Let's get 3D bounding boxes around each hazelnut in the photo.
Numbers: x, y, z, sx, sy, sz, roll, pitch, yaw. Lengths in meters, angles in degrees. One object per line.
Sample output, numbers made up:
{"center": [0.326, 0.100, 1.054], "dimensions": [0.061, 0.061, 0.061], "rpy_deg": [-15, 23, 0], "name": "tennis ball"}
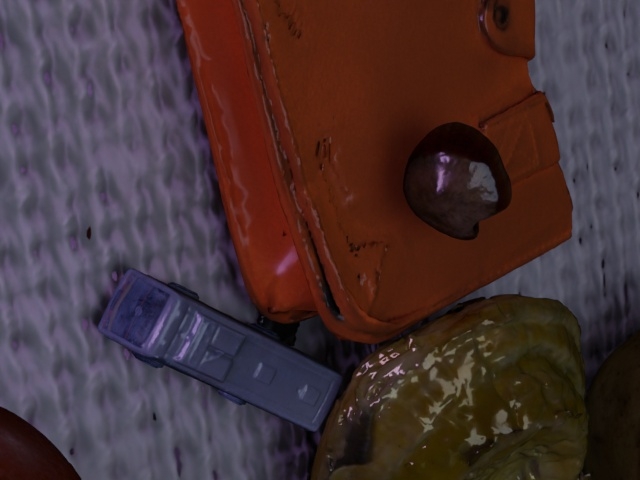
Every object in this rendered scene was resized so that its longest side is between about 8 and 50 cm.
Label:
{"center": [0.101, -0.043, 1.018], "dimensions": [0.086, 0.086, 0.086], "rpy_deg": [-7, 102, -37], "name": "hazelnut"}

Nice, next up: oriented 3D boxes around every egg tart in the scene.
{"center": [0.119, 0.176, 1.146], "dimensions": [0.290, 0.115, 0.290], "rpy_deg": [-23, 135, -25], "name": "egg tart"}

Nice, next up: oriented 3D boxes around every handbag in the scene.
{"center": [0.046, -0.149, 1.077], "dimensions": [0.303, 0.116, 0.410], "rpy_deg": [-25, 110, -34], "name": "handbag"}

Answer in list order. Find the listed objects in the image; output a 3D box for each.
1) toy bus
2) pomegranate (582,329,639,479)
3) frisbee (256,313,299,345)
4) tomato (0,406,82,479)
{"center": [-0.071, 0.087, 1.055], "dimensions": [0.190, 0.075, 0.064], "rpy_deg": [30, 86, -39], "name": "toy bus"}
{"center": [0.386, 0.192, 1.314], "dimensions": [0.281, 0.281, 0.281], "rpy_deg": [-7, 102, -37], "name": "pomegranate"}
{"center": [0.000, 0.000, 1.143], "dimensions": [0.211, 0.012, 0.187], "rpy_deg": [44, 72, -35], "name": "frisbee"}
{"center": [-0.249, 0.191, 0.856], "dimensions": [0.184, 0.208, 0.208], "rpy_deg": [36, 74, -13], "name": "tomato"}
